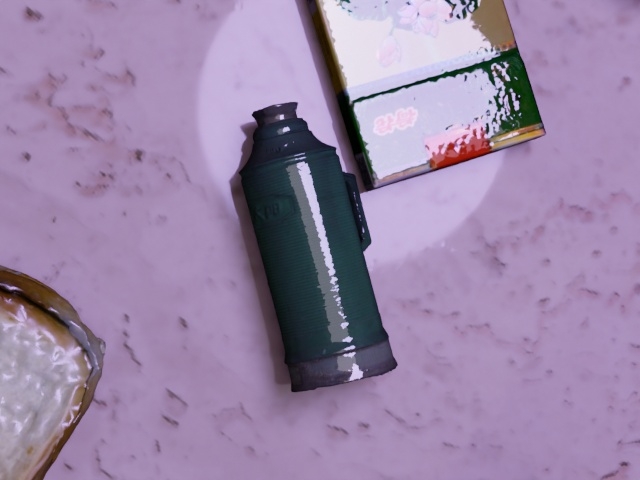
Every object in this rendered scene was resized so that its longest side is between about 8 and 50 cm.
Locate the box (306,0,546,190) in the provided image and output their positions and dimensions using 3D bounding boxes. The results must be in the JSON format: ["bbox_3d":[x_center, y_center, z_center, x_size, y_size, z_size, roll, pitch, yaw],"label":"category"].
[{"bbox_3d":[0.059,-0.164,0.875,0.132,0.034,0.235,-17,90,-11],"label":"box"}]

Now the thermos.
[{"bbox_3d":[-0.002,0.001,0.839,0.083,0.073,0.188,-14,90,-9],"label":"thermos"}]

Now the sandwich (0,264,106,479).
[{"bbox_3d":[-0.308,0.109,0.770,0.301,0.099,0.271,27,79,-5],"label":"sandwich"}]
